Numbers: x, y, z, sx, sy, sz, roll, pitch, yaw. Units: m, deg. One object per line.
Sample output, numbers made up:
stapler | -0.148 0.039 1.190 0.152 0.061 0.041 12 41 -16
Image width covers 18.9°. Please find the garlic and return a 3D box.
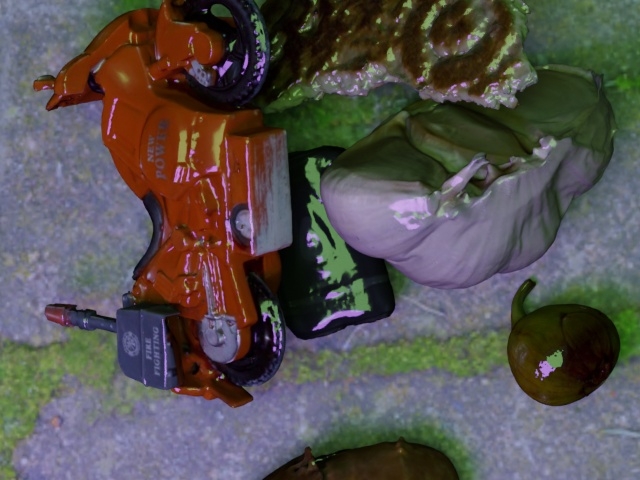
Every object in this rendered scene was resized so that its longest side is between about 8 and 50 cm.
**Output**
garlic | 0.118 -0.035 1.430 0.229 0.178 0.142 -19 114 -12

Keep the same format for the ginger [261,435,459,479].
ginger | -0.030 0.257 1.509 0.309 0.107 0.133 -39 110 9

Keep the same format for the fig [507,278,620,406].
fig | 0.177 0.081 1.479 0.098 0.082 0.084 30 93 36

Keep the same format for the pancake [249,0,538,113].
pancake | 0.070 -0.158 1.444 0.266 0.057 0.244 -49 55 10

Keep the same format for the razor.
razor | 0.000 0.000 1.508 0.090 0.054 0.148 -16 90 10

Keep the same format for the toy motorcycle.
toy motorcycle | -0.114 -0.039 1.470 0.221 0.148 0.325 10 108 42
